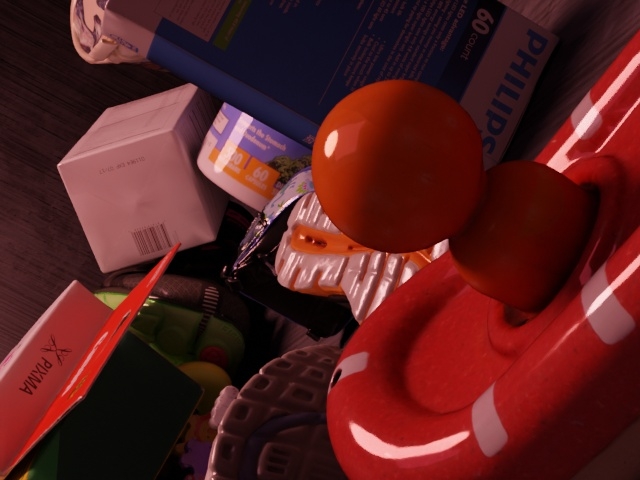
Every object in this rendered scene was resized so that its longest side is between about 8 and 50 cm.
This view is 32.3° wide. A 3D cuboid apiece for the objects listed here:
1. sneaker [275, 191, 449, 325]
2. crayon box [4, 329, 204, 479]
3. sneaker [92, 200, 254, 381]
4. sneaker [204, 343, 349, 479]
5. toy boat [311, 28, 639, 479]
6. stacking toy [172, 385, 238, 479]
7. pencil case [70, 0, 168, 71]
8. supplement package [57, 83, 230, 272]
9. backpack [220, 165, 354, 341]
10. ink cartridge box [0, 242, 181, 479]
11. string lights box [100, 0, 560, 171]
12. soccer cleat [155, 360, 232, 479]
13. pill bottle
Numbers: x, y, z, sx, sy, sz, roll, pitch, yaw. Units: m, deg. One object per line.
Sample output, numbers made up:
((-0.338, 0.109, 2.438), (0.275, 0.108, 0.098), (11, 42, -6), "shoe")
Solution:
((0.054, 0.019, 0.614), (0.215, 0.083, 0.084), (27, 93, 62), "sneaker")
((-0.291, 0.288, 1.027), (0.363, 0.106, 0.313), (-41, 14, 45), "crayon box")
((-0.160, 0.038, 1.329), (0.202, 0.185, 0.483), (-60, 13, 0), "sneaker")
((-0.030, 0.179, 0.530), (0.129, 0.111, 0.297), (121, 172, -49), "sneaker")
((0.065, -0.002, 0.388), (0.231, 0.151, 0.151), (-55, 12, 34), "toy boat")
((-0.115, 0.238, 0.953), (0.221, 0.052, 0.167), (-68, 10, -24), "stacking toy")
((-0.148, -0.284, 1.502), (0.160, 0.410, 0.183), (-38, 61, 35), "pencil case")
((-0.189, -0.082, 1.281), (0.139, 0.133, 0.244), (-16, 19, 9), "supplement package")
((0.000, 0.000, 0.841), (0.114, 0.105, 0.084), (-51, 15, 28), "backpack")
((-0.254, 0.119, 1.007), (0.239, 0.060, 0.275), (-45, 11, 27), "ink cartridge box")
((0.007, -0.131, 0.709), (0.133, 0.260, 0.077), (-63, 11, -9), "string lights box")
((-0.173, 0.196, 1.206), (0.289, 0.093, 0.121), (-54, 15, 43), "soccer cleat")
((-0.004, -0.164, 1.159), (0.272, 0.152, 0.152), (-60, 10, 12), "pill bottle")
